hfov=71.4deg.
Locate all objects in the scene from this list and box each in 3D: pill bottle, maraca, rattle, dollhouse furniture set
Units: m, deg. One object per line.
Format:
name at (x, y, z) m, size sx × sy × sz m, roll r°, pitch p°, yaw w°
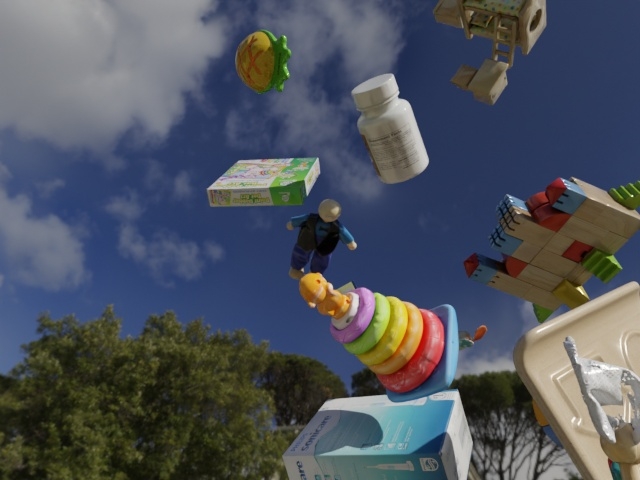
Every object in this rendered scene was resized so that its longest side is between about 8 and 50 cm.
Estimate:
pill bottle at (0.160, -0.262, 1.050) m, size 0.131 × 0.131 × 0.229 m, roll -12°, pitch -59°, yaw 26°
maraca at (-0.116, -0.373, 0.935) m, size 0.186 × 0.099 × 0.127 m, roll 30°, pitch -56°, yaw 47°
rattle at (0.300, 0.270, 0.994) m, size 0.200 × 0.130 × 0.142 m, roll -21°, pitch -102°, yaw 44°
dollhouse furniture set at (0.229, -0.331, 0.711) m, size 0.182 × 0.160 × 0.101 m, roll 33°, pitch 1°, yaw 31°

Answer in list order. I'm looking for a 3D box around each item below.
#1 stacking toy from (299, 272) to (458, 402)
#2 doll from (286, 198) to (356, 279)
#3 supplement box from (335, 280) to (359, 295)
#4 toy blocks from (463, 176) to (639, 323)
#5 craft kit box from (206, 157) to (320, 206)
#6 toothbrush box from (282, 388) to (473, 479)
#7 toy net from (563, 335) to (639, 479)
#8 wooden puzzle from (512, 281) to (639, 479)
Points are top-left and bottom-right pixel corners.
stacking toy at (0.082, 0.147, 0.784) m, size 0.302 × 0.175 × 0.166 m, roll 33°, pitch -42°, yaw -20°
doll at (0.000, 0.000, 0.782) m, size 0.129 × 0.046 × 0.188 m, roll 15°, pitch -46°, yaw -3°
supplement box at (0.087, 0.180, 1.339) m, size 0.083 × 0.056 × 0.083 m, roll -29°, pitch -46°, yaw 5°
toy blocks at (0.505, -0.005, 1.019) m, size 0.261 × 0.190 × 0.381 m, roll 21°, pitch -55°, yaw -8°
craft kit box at (-0.145, -0.163, 1.217) m, size 0.250 × 0.246 × 0.060 m, roll -1°, pitch -60°, yaw 11°
toothbrush box at (0.113, 0.393, 0.835) m, size 0.296 × 0.216 × 0.126 m, roll -14°, pitch -86°, yaw 25°
toy net at (0.237, 0.168, 0.327) m, size 0.045 × 0.122 × 0.232 m, roll -20°, pitch -86°, yaw 24°
wooden puzzle at (0.411, 0.249, 0.569) m, size 0.080 × 0.322 × 0.347 m, roll -48°, pitch -120°, yaw 51°
